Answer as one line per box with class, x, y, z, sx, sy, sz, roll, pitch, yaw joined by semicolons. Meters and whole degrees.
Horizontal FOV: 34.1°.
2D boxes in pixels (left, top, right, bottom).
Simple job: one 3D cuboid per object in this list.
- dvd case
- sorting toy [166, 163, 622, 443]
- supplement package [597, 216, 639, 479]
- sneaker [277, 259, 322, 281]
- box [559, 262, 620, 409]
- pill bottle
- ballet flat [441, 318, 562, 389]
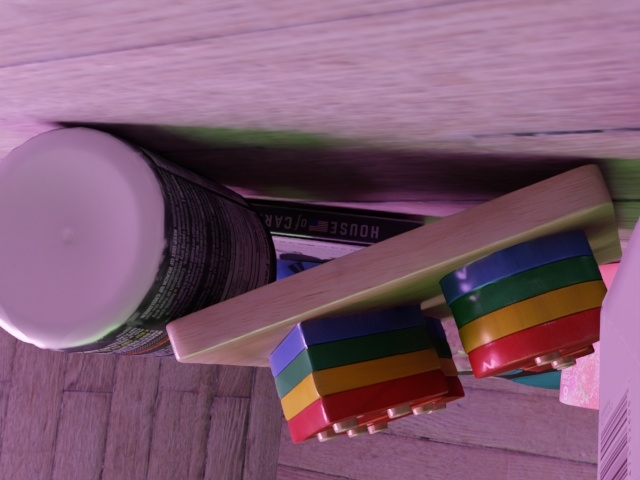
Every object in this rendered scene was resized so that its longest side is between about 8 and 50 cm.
dvd case;0.000;0.000;0.935;0.179;0.029;0.238;6;174;4
sorting toy;0.076;0.060;0.676;0.257;0.089;0.255;-21;167;14
supplement package;0.253;0.070;0.334;0.293;0.177;0.175;8;145;6
sneaker;-0.041;0.050;1.074;0.082;0.069;0.209;22;-165;4
box;0.344;0.093;0.930;0.154;0.142;0.300;8;174;-10
pill bottle;-0.109;0.014;0.697;0.130;0.130;0.246;4;173;18
ballet flat;0.230;0.103;1.196;0.409;0.147;0.147;8;174;-36
